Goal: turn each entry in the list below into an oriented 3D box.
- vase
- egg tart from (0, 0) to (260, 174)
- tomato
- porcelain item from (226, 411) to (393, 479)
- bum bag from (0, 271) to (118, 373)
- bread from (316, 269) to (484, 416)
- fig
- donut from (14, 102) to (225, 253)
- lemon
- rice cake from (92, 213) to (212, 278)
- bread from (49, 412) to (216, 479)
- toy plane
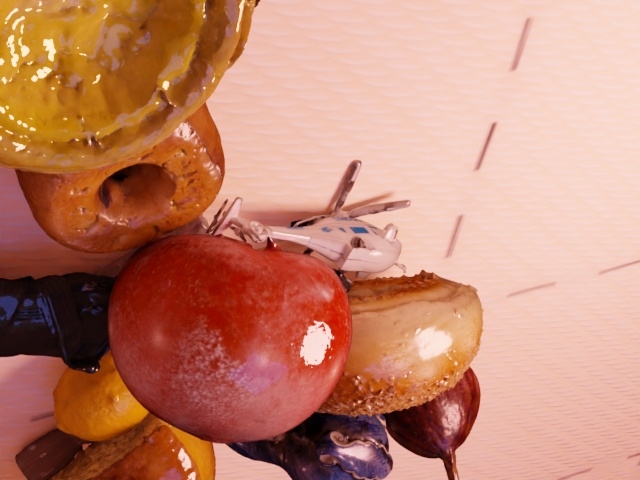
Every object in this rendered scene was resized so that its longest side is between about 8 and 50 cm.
[{"bbox_3d":[-0.348,0.275,1.931,0.101,0.053,0.053,-37,146,4],"label":"vase"},{"bbox_3d":[-0.218,-0.219,1.284,0.345,0.132,0.345,-19,141,-16],"label":"egg tart"},{"bbox_3d":[-0.099,0.106,1.587,0.270,0.270,0.227,11,86,-45],"label":"tomato"},{"bbox_3d":[-0.042,0.249,1.955,0.186,0.288,0.138,30,82,-43],"label":"porcelain item"},{"bbox_3d":[-0.346,0.094,1.632,0.326,0.079,0.142,0,126,-26],"label":"bum bag"},{"bbox_3d":[0.066,0.132,1.846,0.306,0.158,0.305,-9,-176,1],"label":"bread"},{"bbox_3d":[0.162,0.261,2.197,0.149,0.202,0.148,11,126,3],"label":"fig"},{"bbox_3d":[-0.205,-0.085,1.501,0.227,0.114,0.226,-19,147,-13],"label":"donut"},{"bbox_3d":[-0.271,0.191,1.824,0.155,0.114,0.114,-37,146,19],"label":"lemon"},{"bbox_3d":[-0.218,0.032,1.718,0.207,0.036,0.047,-33,135,7],"label":"rice cake"},{"bbox_3d":[-0.250,0.353,1.920,0.179,0.194,0.340,44,115,-14],"label":"bread"},{"bbox_3d":[0.005,-0.009,1.755,0.182,0.107,0.273,-47,147,9],"label":"toy plane"}]
